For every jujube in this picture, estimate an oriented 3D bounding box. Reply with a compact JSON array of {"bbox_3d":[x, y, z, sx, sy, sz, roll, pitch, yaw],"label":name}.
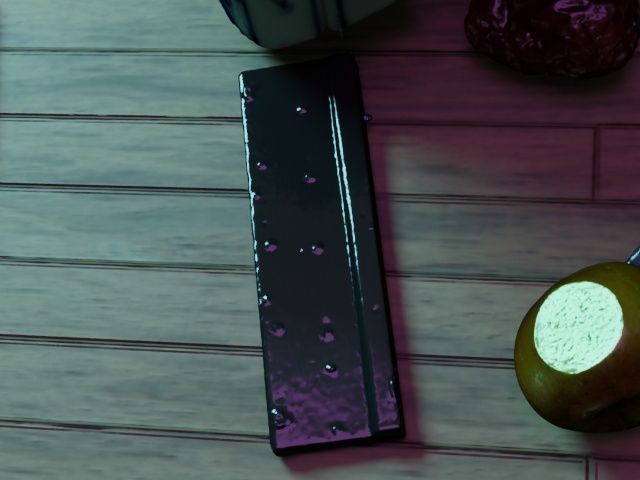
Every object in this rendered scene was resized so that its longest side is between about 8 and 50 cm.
[{"bbox_3d":[0.169,-0.159,0.967,0.129,0.077,0.077,9,66,20],"label":"jujube"}]

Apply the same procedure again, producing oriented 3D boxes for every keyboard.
[{"bbox_3d":[0.000,0.000,0.948,0.101,0.018,0.310,-10,63,6],"label":"keyboard"}]

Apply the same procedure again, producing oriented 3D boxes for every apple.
[{"bbox_3d":[0.181,0.069,0.843,0.114,0.099,0.102,-29,51,23],"label":"apple"}]

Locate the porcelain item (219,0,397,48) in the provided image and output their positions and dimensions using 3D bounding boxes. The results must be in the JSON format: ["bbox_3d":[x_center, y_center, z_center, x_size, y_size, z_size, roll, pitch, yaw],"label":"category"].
[{"bbox_3d":[-0.045,-0.303,0.956,0.157,0.281,0.286,-22,64,-4],"label":"porcelain item"}]

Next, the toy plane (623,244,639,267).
[{"bbox_3d":[0.333,-0.061,0.876,0.316,0.103,0.204,-27,64,-5],"label":"toy plane"}]
